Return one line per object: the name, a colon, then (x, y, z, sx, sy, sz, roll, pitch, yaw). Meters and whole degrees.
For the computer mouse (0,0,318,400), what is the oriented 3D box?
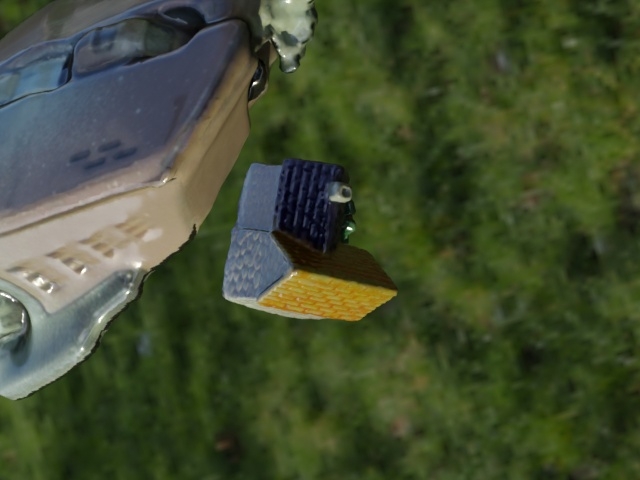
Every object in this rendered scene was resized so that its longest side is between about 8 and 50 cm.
computer mouse: (-0.128, -0.052, 1.003, 0.389, 0.115, 0.199, -37, 36, 42)

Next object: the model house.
model house: (0.000, 0.000, 1.271, 0.100, 0.087, 0.101, -1, 78, 61)
